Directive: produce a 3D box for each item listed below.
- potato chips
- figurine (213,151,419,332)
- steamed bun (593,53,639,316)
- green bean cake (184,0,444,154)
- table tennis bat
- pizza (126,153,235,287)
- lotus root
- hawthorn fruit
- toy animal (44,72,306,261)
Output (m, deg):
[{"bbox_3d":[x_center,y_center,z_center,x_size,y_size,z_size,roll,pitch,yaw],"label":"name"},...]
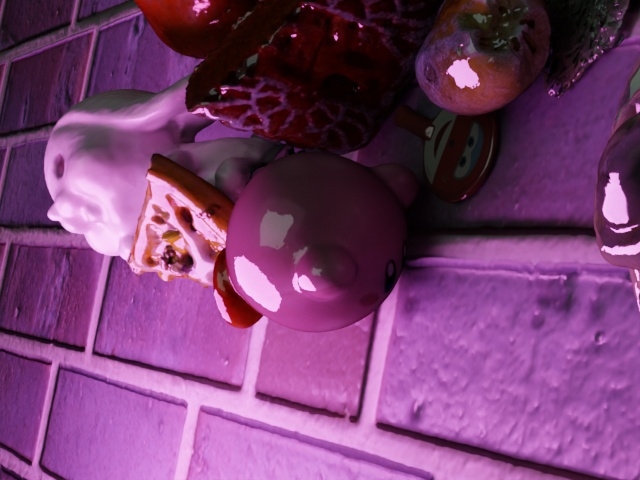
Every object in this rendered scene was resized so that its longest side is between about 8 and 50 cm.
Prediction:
[{"bbox_3d":[0.239,-0.208,0.975,0.220,0.029,0.202,13,87,62],"label":"potato chips"},{"bbox_3d":[0.000,0.000,1.166,0.173,0.173,0.173,-31,52,52],"label":"figurine"},{"bbox_3d":[0.254,-0.047,0.705,0.268,0.207,0.280,-40,44,47],"label":"steamed bun"},{"bbox_3d":[0.005,-0.194,1.205,0.233,0.198,0.097,-56,37,25],"label":"green bean cake"},{"bbox_3d":[0.112,-0.092,1.158,0.154,0.019,0.098,39,112,55],"label":"table tennis bat"},{"bbox_3d":[-0.144,-0.004,1.263,0.176,0.185,0.036,-13,36,32],"label":"pizza"},{"bbox_3d":[0.130,-0.160,1.074,0.192,0.088,0.113,175,115,-77],"label":"lotus root"},{"bbox_3d":[-0.094,-0.295,1.418,0.299,0.211,0.211,31,105,50],"label":"hawthorn fruit"},{"bbox_3d":[-0.151,-0.071,1.356,0.249,0.289,0.174,-61,0,45],"label":"toy animal"}]
